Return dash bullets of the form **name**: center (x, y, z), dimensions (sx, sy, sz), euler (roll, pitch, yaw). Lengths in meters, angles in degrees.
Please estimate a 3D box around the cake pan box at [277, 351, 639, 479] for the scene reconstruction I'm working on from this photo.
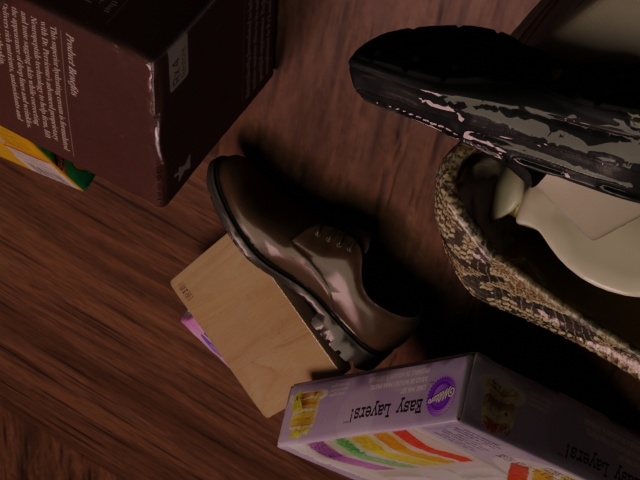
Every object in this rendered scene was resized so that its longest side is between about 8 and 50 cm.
- **cake pan box**: center (0.138, 0.183, 1.429), dimensions (0.267, 0.070, 0.246), euler (28, 156, -32)

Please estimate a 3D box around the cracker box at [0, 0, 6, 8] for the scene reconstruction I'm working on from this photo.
- **cracker box**: center (-0.227, -0.272, 1.092), dimensions (0.156, 0.232, 0.067), euler (39, -171, -2)

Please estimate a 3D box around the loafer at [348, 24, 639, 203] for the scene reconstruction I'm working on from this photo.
- **loafer**: center (0.114, -0.066, 0.921), dimensions (0.223, 0.076, 0.078), euler (17, 130, 30)

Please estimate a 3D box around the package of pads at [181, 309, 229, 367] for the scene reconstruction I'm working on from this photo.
- **package of pads**: center (-0.094, 0.093, 1.640), dimensions (0.083, 0.032, 0.050), euler (45, 148, -14)

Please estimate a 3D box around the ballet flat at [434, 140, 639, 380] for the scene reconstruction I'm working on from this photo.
- **ballet flat**: center (0.281, 0.054, 1.090), dimensions (0.483, 0.164, 0.182), euler (26, 175, 20)

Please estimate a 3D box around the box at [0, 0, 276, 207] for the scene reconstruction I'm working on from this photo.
- **box**: center (-0.159, -0.168, 1.240), dimensions (0.203, 0.167, 0.168), euler (27, 146, 15)

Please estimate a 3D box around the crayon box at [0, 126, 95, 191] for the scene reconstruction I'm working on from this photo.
- **crayon box**: center (-0.329, -0.151, 1.452), dimensions (0.278, 0.081, 0.165), euler (23, 168, 21)

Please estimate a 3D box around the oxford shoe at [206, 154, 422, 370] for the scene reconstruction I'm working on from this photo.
- **oxford shoe**: center (0.000, 0.000, 1.408), dimensions (0.227, 0.083, 0.096), euler (43, 125, -8)

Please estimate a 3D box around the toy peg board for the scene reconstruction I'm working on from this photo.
- **toy peg board**: center (-0.037, 0.060, 1.523), dimensions (0.160, 0.079, 0.161), euler (55, 146, 1)

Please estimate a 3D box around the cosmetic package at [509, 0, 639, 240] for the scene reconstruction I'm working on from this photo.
- **cosmetic package**: center (0.230, -0.133, 0.934), dimensions (0.129, 0.153, 0.296), euler (43, 146, -7)
